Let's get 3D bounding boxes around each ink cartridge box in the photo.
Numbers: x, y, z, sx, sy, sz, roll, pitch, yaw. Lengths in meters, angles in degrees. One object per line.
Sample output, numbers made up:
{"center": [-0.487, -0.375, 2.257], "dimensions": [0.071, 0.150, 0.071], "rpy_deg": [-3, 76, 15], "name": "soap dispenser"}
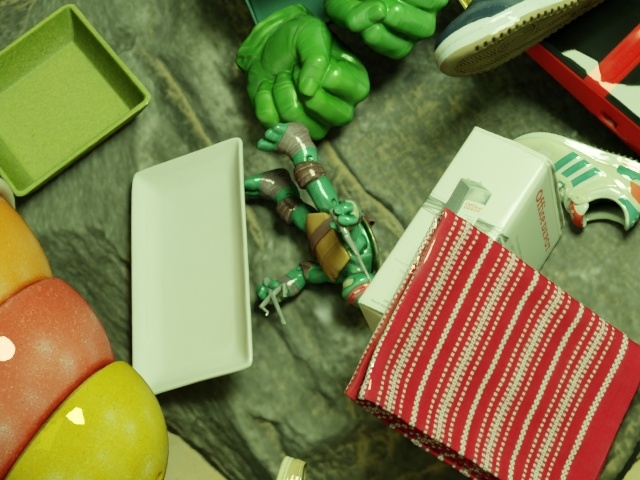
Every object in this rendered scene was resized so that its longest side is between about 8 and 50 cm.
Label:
{"center": [0.142, 0.023, 1.426], "dimensions": [0.092, 0.158, 0.218], "rpy_deg": [29, 73, 25], "name": "ink cartridge box"}

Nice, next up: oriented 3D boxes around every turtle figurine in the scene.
{"center": [0.000, 0.000, 1.502], "dimensions": [0.175, 0.118, 0.234], "rpy_deg": [-51, 53, 33], "name": "turtle figurine"}

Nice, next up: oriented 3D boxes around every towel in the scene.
{"center": [0.170, 0.122, 1.334], "dimensions": [0.031, 0.275, 0.199], "rpy_deg": [0, 59, 62], "name": "towel"}

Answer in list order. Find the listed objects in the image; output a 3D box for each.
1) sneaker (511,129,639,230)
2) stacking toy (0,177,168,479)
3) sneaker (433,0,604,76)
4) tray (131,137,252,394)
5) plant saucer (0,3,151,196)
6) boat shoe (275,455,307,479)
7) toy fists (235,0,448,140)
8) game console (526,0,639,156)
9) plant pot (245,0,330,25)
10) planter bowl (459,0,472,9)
{"center": [0.257, -0.057, 1.497], "dimensions": [0.161, 0.057, 0.075], "rpy_deg": [18, 64, 18], "name": "sneaker"}
{"center": [-0.271, 0.195, 1.407], "dimensions": [0.480, 0.350, 0.350], "rpy_deg": [38, 77, 8], "name": "stacking toy"}
{"center": [0.200, -0.282, 1.449], "dimensions": [0.282, 0.099, 0.153], "rpy_deg": [-32, 80, -14], "name": "sneaker"}
{"center": [-0.133, 0.030, 1.548], "dimensions": [0.145, 0.030, 0.270], "rpy_deg": [-18, 60, 25], "name": "tray"}
{"center": [-0.309, -0.155, 1.689], "dimensions": [0.188, 0.045, 0.188], "rpy_deg": [-38, 62, -6], "name": "plant saucer"}
{"center": [-0.015, 0.289, 1.389], "dimensions": [0.059, 0.063, 0.170], "rpy_deg": [-1, 73, 10], "name": "boat shoe"}
{"center": [0.024, -0.225, 1.571], "dimensions": [0.279, 0.096, 0.142], "rpy_deg": [-45, 59, 18], "name": "toy fists"}
{"center": [0.411, -0.265, 1.519], "dimensions": [0.342, 0.060, 0.386], "rpy_deg": [43, 79, 13], "name": "game console"}
{"center": [-0.043, -0.382, 1.678], "dimensions": [0.166, 0.165, 0.234], "rpy_deg": [-23, 55, 1], "name": "plant pot"}
{"center": [0.238, -0.290, 1.586], "dimensions": [0.217, 0.090, 0.217], "rpy_deg": [1, 77, -2], "name": "planter bowl"}
